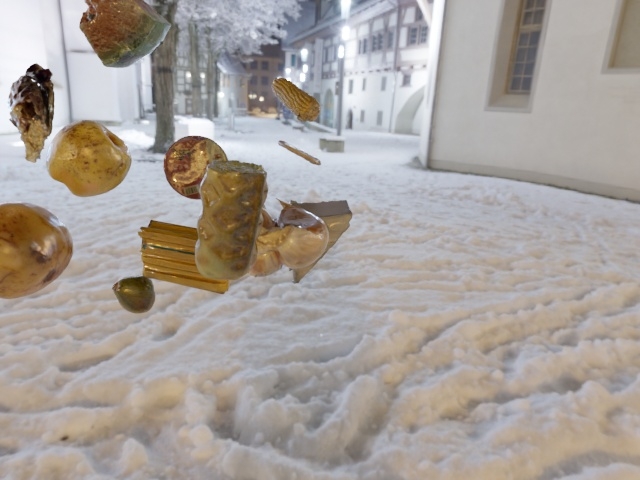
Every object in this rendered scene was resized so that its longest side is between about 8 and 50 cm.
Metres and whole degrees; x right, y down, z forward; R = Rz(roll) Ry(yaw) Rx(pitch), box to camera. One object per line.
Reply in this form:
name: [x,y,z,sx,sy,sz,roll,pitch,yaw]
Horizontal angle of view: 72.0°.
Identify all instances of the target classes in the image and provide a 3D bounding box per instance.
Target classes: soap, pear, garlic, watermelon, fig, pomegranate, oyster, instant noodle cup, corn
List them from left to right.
pomegranate: [-0.676,0.016,0.971,0.215,0.216,0.215,3,17,-1]
oyster: [-0.890,-0.399,1.341,0.271,0.276,0.100,28,15,38]
pear: [-0.531,-0.182,1.008,0.177,0.178,0.178,3,17,-1]
watermelon: [-0.737,-0.786,1.635,0.302,0.264,0.151,40,22,-44]
fig: [-0.700,0.190,1.659,0.143,0.154,0.166,9,-23,24]
soap: [-0.463,0.054,1.541,0.323,0.205,0.096,11,26,5]
instant noodle cup: [-0.478,-0.277,1.683,0.234,0.235,0.178,-4,9,-20]
garlic: [-0.137,-0.014,1.334,0.286,0.249,0.313,-38,19,1]
corn: [-0.101,-0.554,1.730,0.106,0.107,0.293,-9,41,-34]
soap: [0.000,0.000,1.747,0.257,0.303,0.159,-6,25,-14]

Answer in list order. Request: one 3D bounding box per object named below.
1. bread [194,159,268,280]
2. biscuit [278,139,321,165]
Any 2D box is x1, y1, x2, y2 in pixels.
bread: [-0.188,-0.036,0.922,0.129,0.268,0.152,32,31,35]
biscuit: [-0.091,-0.385,1.937,0.219,0.033,0.220,28,10,-5]
